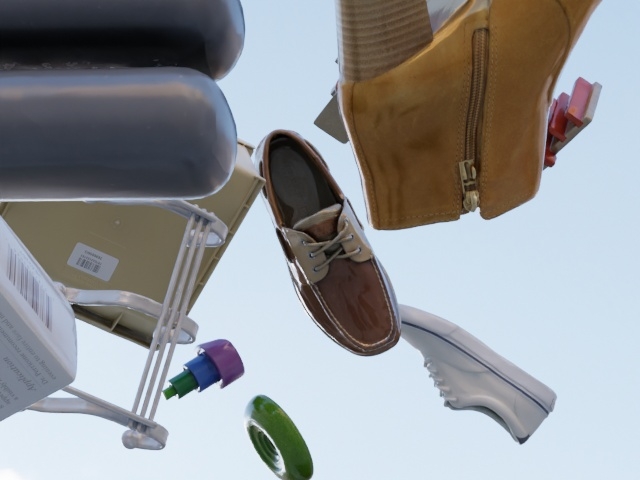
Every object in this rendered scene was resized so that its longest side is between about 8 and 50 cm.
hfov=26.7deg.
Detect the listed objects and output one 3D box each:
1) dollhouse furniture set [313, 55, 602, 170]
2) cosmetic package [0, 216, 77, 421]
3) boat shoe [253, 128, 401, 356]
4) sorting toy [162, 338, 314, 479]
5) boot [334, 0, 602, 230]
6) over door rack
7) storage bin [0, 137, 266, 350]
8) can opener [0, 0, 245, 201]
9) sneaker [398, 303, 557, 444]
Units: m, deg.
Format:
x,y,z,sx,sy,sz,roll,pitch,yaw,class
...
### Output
x,y,z,sx,sy,sz,roll,pitch,yaw,class
0.152,-0.180,1.432,0.259,0.262,0.135,34,-45,-8,dollhouse furniture set
-0.280,0.081,0.847,0.231,0.085,0.117,-27,-58,6,cosmetic package
0.000,0.000,1.709,0.123,0.324,0.116,-29,-14,-4,boat shoe
-0.078,0.295,1.676,0.126,0.365,0.127,-31,-12,-25,sorting toy
0.149,-0.132,0.969,0.295,0.104,0.211,-20,-60,-12,boot
-0.246,0.020,1.194,0.108,0.239,0.324,-15,-38,43,over door rack
-0.242,-0.040,1.583,0.262,0.123,0.260,26,-77,-22,storage bin
-0.162,-0.049,0.368,0.281,0.074,0.093,2,-20,2,can opener
0.184,0.175,1.781,0.091,0.258,0.094,-56,-12,-13,sneaker
